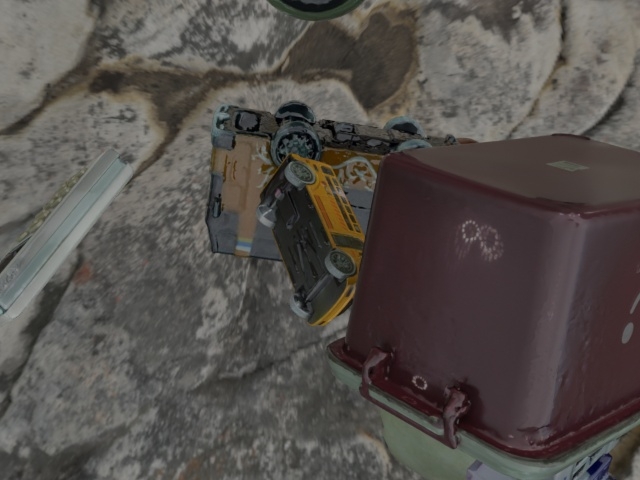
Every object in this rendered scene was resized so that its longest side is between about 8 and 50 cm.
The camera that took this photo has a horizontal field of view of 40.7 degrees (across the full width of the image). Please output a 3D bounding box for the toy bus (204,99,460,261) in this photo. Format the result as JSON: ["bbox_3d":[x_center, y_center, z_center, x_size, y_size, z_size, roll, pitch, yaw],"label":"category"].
[{"bbox_3d":[0.011,-0.056,0.952,0.275,0.138,0.167,8,112,-7],"label":"toy bus"}]

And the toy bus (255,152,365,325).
[{"bbox_3d":[0.000,0.000,0.800,0.074,0.162,0.069,7,137,-38],"label":"toy bus"}]

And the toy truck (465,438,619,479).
[{"bbox_3d":[0.223,0.243,0.896,0.155,0.124,0.268,-34,140,-29],"label":"toy truck"}]

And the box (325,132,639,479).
[{"bbox_3d":[0.161,0.023,0.619,0.294,0.193,0.167,-11,114,-44],"label":"box"}]

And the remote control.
[{"bbox_3d":[-0.350,-0.003,1.106,0.055,0.103,0.277,45,49,-20],"label":"remote control"}]

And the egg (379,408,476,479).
[{"bbox_3d":[0.253,0.225,1.251,0.336,0.278,0.278,-3,98,24],"label":"egg"}]

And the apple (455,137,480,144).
[{"bbox_3d":[0.169,-0.019,1.155,0.234,0.234,0.234,0,97,-3],"label":"apple"}]

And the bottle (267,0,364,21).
[{"bbox_3d":[0.004,-0.426,1.118,0.168,0.347,0.168,3,128,3],"label":"bottle"}]
